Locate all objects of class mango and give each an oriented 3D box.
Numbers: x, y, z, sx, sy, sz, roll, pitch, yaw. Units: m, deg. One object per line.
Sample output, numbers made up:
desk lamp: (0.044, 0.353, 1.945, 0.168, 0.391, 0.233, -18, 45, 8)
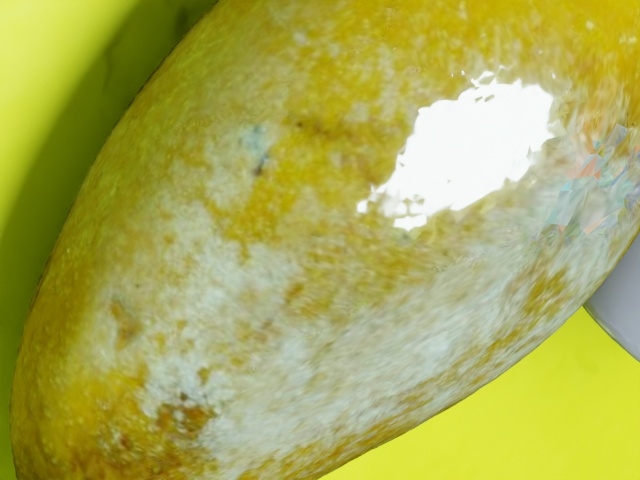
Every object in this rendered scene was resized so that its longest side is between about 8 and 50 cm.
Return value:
mango: (0.000, 0.000, 0.705, 0.316, 0.146, 0.193, -46, 140, 10)

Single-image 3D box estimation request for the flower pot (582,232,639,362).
flower pot: (0.218, -0.050, 0.794, 0.265, 0.265, 0.243, 20, 111, -49)
